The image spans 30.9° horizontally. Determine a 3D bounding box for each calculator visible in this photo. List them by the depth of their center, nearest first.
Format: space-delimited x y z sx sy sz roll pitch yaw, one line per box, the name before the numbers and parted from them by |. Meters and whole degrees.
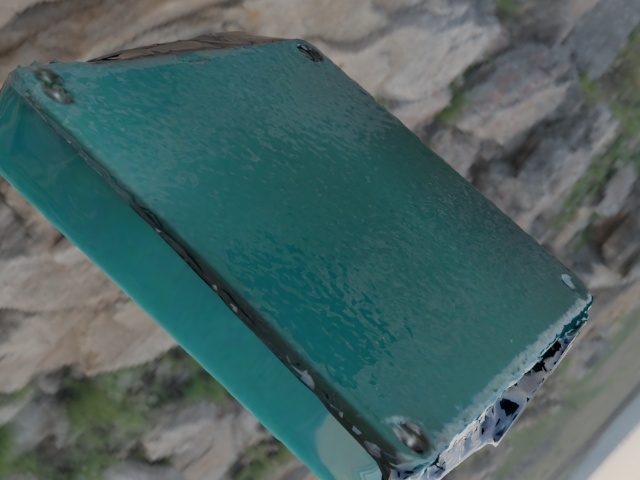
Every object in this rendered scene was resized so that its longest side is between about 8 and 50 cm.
calculator | 0.000 0.000 0.546 0.058 0.248 0.274 -54 168 26
